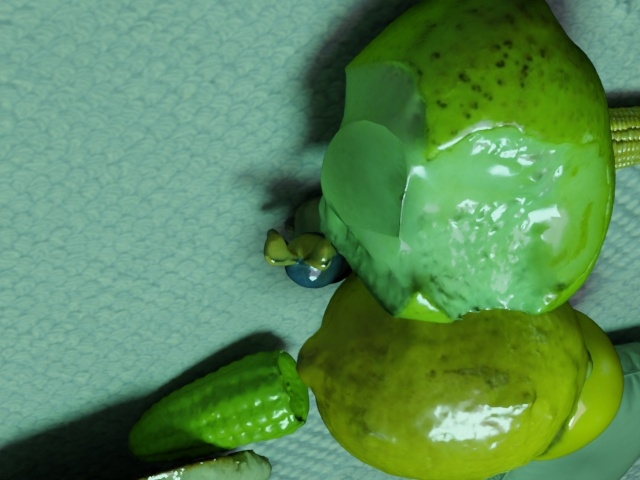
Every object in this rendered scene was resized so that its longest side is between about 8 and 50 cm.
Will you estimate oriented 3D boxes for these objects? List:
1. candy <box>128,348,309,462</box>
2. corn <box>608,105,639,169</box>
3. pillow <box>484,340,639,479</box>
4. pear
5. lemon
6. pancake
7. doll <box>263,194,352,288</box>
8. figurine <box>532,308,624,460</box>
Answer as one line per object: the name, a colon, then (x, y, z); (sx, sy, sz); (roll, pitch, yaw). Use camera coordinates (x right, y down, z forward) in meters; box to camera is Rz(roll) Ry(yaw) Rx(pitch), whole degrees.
candy: (-0.115, 0.189, 1.722); (0.209, 0.097, 0.097); (-22, 150, 14)
corn: (0.270, -0.099, 1.582); (0.206, 0.067, 0.067); (-9, 146, -27)
pillow: (0.335, 0.253, 2.094); (0.255, 0.120, 0.322); (-9, 143, -27)
pear: (0.154, -0.085, 1.368); (0.286, 0.176, 0.282); (-5, 123, -28)
lemon: (0.118, 0.117, 1.516); (0.288, 0.234, 0.233); (-2, 144, -10)
pancake: (-0.220, 0.301, 1.789); (0.356, 0.065, 0.356); (-16, 168, -4)
doll: (0.000, 0.000, 1.511); (0.102, 0.089, 0.179); (5, -179, 9)
figurine: (0.178, 0.139, 1.775); (0.343, 0.215, 0.187); (15, 87, -32)
